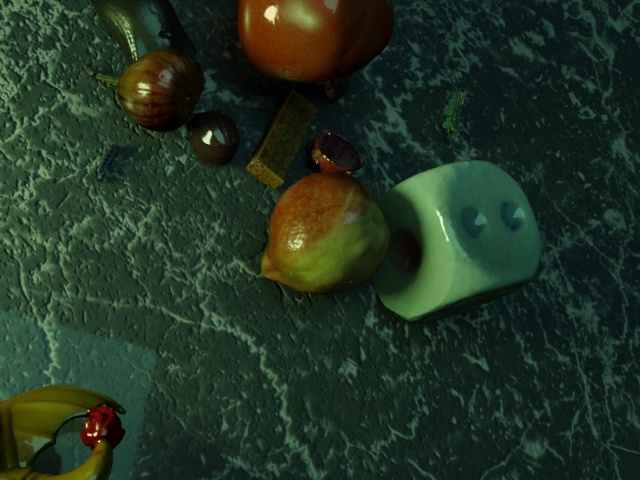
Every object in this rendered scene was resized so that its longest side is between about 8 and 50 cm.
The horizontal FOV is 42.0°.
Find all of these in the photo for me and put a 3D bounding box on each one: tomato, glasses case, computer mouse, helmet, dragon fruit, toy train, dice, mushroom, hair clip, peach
[{"bbox_3d":[-0.012,-0.475,1.706,0.341,0.341,0.273,-37,131,-38],"label":"tomato"},{"bbox_3d":[-0.078,-0.212,1.727,0.075,0.049,0.218,38,53,-20],"label":"glasses case"},{"bbox_3d":[-0.346,-0.436,1.645,0.147,0.088,0.264,-30,89,-36],"label":"computer mouse"},{"bbox_3d":[-0.205,-0.213,1.634,0.098,0.070,0.123,-17,79,-36],"label":"helmet"},{"bbox_3d":[0.028,-0.174,1.770,0.126,0.068,0.112,40,41,5],"label":"dragon fruit"},{"bbox_3d":[-0.391,-0.142,1.516,0.017,0.017,0.083,31,55,-14],"label":"toy train"},{"bbox_3d":[0.268,0.005,1.707,0.262,0.268,0.265,-9,73,-35],"label":"dice"},{"bbox_3d":[0.014,-0.352,1.840,0.129,0.072,0.088,-12,116,-30],"label":"mushroom"},{"bbox_3d":[0.327,-0.309,2.035,0.049,0.049,0.173,32,50,-16],"label":"hair clip"},{"bbox_3d":[0.000,0.000,1.583,0.232,0.256,0.232,56,12,-19],"label":"peach"}]

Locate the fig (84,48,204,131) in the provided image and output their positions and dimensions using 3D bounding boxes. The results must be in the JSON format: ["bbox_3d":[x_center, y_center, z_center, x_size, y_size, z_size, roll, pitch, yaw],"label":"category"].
[{"bbox_3d":[-0.315,-0.274,1.564,0.148,0.202,0.150,32,44,-59],"label":"fig"}]

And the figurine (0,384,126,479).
[{"bbox_3d":[-0.466,0.315,1.118,0.387,0.268,0.401,25,22,-2],"label":"figurine"}]
